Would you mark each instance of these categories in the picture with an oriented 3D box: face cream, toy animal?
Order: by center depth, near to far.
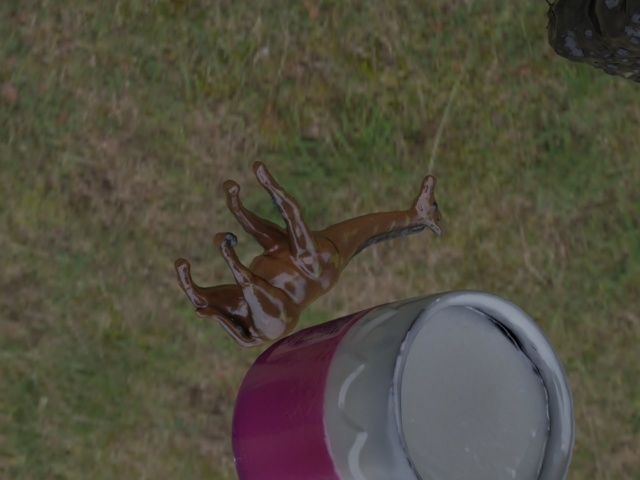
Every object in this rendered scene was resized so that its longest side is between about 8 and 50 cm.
[{"bbox_3d":[0.057,0.132,1.154,0.175,0.175,0.195,39,146,-22],"label":"face cream"},{"bbox_3d":[0.000,0.000,1.359,0.230,0.066,0.224,40,74,-43],"label":"toy animal"}]

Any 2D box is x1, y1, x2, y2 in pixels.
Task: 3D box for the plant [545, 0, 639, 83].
[{"bbox_3d":[0.278,-0.261,1.406,0.312,0.213,0.215,26,76,-23],"label":"plant"}]
